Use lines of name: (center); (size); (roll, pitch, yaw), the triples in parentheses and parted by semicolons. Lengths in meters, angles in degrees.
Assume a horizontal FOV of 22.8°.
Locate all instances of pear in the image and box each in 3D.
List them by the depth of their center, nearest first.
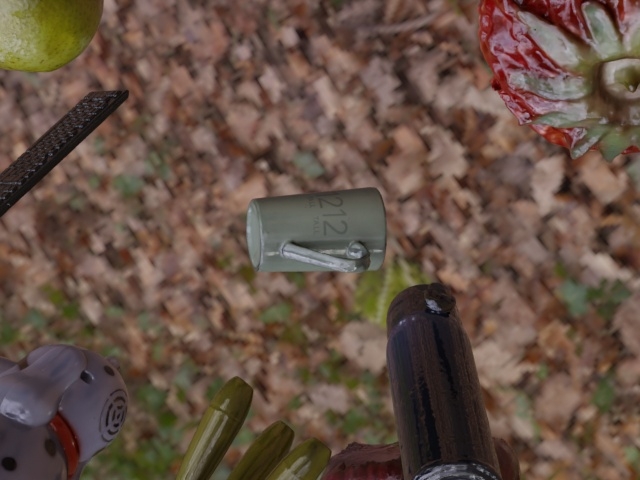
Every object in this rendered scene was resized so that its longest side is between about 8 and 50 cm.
pear: (-0.235, -0.210, 1.292); (0.141, 0.141, 0.104); (55, 145, 0)

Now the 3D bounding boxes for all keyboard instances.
keyboard: (-0.249, -0.068, 1.382); (0.067, 0.202, 0.011); (6, 136, 49)

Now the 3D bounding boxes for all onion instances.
onion: (0.108, 0.286, 1.772); (0.248, 0.248, 0.161); (5, 83, 50)

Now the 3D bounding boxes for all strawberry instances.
strawberry: (0.199, -0.179, 1.096); (0.205, 0.244, 0.205); (-1, 136, -1)

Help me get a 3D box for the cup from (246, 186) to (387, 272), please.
cup: (-0.001, 0.002, 1.022); (0.054, 0.083, 0.075); (106, 156, -52)

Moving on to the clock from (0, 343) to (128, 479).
clock: (-0.276, 0.184, 1.437); (0.189, 0.254, 0.189); (20, 138, 20)

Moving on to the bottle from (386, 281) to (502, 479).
bottle: (0.093, 0.122, 1.252); (0.072, 0.244, 0.082); (14, 119, -12)

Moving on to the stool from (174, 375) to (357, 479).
stool: (-0.045, 0.178, 1.112); (0.134, 0.110, 0.135); (41, 170, -9)
